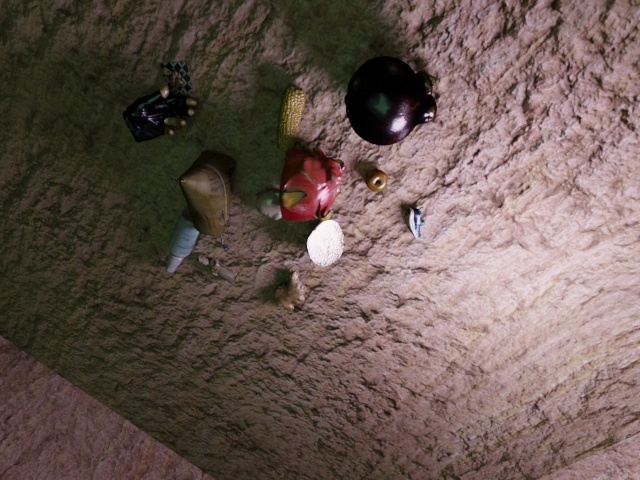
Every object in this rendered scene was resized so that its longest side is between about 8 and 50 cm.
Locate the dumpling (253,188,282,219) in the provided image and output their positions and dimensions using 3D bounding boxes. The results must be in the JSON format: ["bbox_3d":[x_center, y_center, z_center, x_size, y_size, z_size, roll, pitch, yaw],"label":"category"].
[{"bbox_3d":[-0.206,-0.153,1.890,0.199,0.118,0.136,5,119,36],"label":"dumpling"}]

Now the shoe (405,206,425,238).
[{"bbox_3d":[0.392,-0.073,1.811,0.071,0.064,0.143,-15,120,1],"label":"shoe"}]

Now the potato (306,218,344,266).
[{"bbox_3d":[0.000,0.000,1.916,0.182,0.117,0.202,-24,114,-21],"label":"potato"}]

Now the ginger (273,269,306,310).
[{"bbox_3d":[-0.132,0.237,2.101,0.137,0.074,0.213,34,114,-5],"label":"ginger"}]

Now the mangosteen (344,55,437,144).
[{"bbox_3d":[0.236,-0.462,1.512,0.313,0.297,0.297,20,121,-9],"label":"mangosteen"}]

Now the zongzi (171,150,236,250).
[{"bbox_3d":[-0.485,-0.111,1.817,0.181,0.418,0.447,7,113,6],"label":"zongzi"}]

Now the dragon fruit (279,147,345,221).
[{"bbox_3d":[-0.022,-0.207,1.712,0.225,0.305,0.305,7,119,8],"label":"dragon fruit"}]

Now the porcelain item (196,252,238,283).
[{"bbox_3d":[-0.504,0.131,2.148,0.213,0.054,0.084,30,119,-2],"label":"porcelain item"}]

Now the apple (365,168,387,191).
[{"bbox_3d":[0.222,-0.238,1.753,0.089,0.074,0.089,5,117,9],"label":"apple"}]

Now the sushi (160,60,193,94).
[{"bbox_3d":[-0.578,-0.642,1.769,0.120,0.026,0.126,0,118,13],"label":"sushi"}]

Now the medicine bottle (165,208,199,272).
[{"bbox_3d":[-0.654,0.015,2.090,0.110,0.110,0.352,31,121,-3],"label":"medicine bottle"}]

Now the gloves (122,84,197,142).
[{"bbox_3d":[-0.642,-0.514,1.784,0.301,0.152,0.197,-6,137,10],"label":"gloves"}]

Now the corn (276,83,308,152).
[{"bbox_3d":[-0.119,-0.467,1.710,0.091,0.091,0.260,38,128,35],"label":"corn"}]
